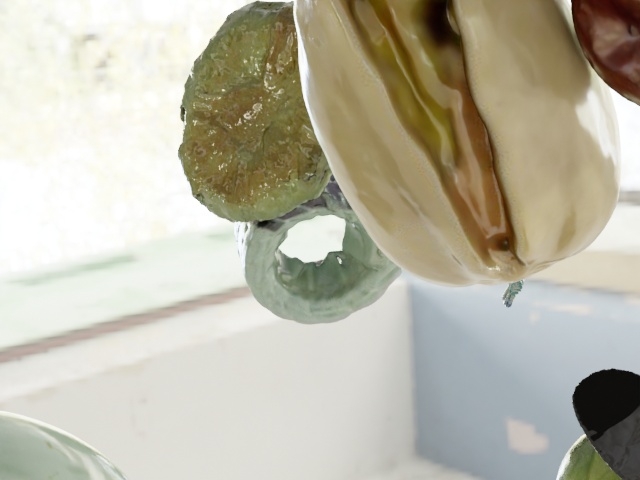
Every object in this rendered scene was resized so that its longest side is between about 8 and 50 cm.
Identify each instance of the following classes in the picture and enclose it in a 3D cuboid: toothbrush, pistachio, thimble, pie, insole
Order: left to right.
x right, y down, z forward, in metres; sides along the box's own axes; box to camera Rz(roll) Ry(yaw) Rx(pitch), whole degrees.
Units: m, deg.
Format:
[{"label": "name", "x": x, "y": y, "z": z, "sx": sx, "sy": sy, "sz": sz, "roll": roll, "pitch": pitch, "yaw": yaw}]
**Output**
[{"label": "pie", "x": -0.069, "y": -0.168, "z": 1.905, "sx": 0.306, "sy": 0.306, "sz": 0.071, "roll": 5, "pitch": -179, "yaw": 36}, {"label": "thimble", "x": 0.000, "y": 0.000, "z": 2.048, "sx": 0.237, "sy": 0.237, "sz": 0.150, "roll": -6, "pitch": -152, "yaw": -10}, {"label": "pistachio", "x": 0.092, "y": -0.092, "z": 0.953, "sx": 0.187, "sy": 0.299, "sz": 0.187, "roll": -16, "pitch": -145, "yaw": 12}, {"label": "toothbrush", "x": 0.329, "y": -0.036, "z": 2.060, "sx": 0.030, "sy": 0.304, "sz": 0.030, "roll": 23, "pitch": -160, "yaw": -9}, {"label": "insole", "x": 0.255, "y": 0.164, "z": 0.928, "sx": 0.080, "sy": 0.003, "sz": 0.232, "roll": -36, "pitch": -113, "yaw": -24}]

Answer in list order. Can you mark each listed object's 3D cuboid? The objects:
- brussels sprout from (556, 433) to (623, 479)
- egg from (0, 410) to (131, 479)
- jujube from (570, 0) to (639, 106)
[{"label": "brussels sprout", "x": 0.294, "y": 0.243, "z": 1.384, "sx": 0.117, "sy": 0.155, "sz": 0.155, "roll": 2, "pitch": -174, "yaw": -37}, {"label": "egg", "x": -0.288, "y": 0.235, "z": 1.075, "sx": 0.371, "sy": 0.230, "sz": 0.230, "roll": 13, "pitch": 179, "yaw": -38}, {"label": "jujube", "x": 0.259, "y": -0.172, "z": 0.876, "sx": 0.236, "sy": 0.168, "sz": 0.168, "roll": -37, "pitch": -154, "yaw": -26}]
